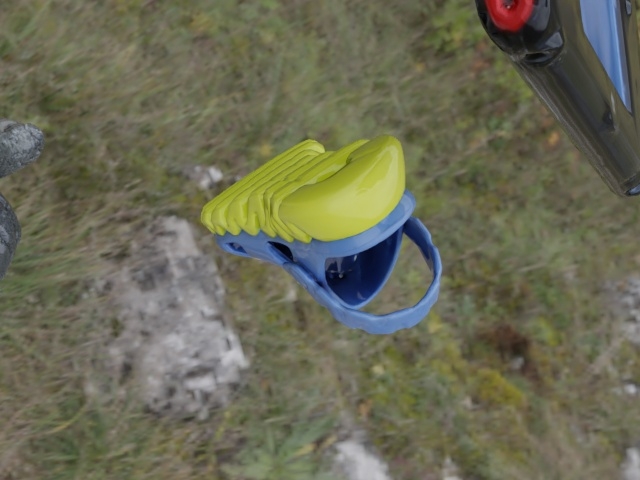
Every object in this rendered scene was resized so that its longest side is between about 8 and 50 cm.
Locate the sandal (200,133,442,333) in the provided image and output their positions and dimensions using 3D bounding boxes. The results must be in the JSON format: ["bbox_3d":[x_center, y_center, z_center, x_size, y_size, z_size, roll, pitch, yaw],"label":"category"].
[{"bbox_3d":[0.000,0.000,1.068,0.126,0.317,0.138,-35,104,-11],"label":"sandal"}]

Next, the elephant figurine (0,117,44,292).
[{"bbox_3d":[-0.297,0.012,1.026,0.186,0.239,0.170,40,48,-77],"label":"elephant figurine"}]

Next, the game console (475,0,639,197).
[{"bbox_3d":[0.131,-0.221,0.755,0.386,0.060,0.342,23,56,-67],"label":"game console"}]
